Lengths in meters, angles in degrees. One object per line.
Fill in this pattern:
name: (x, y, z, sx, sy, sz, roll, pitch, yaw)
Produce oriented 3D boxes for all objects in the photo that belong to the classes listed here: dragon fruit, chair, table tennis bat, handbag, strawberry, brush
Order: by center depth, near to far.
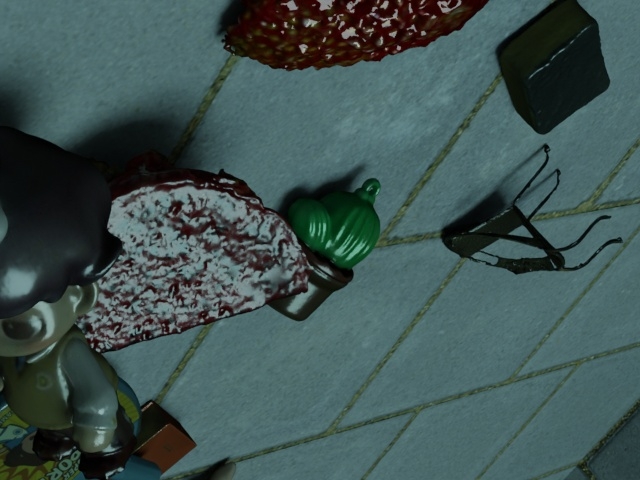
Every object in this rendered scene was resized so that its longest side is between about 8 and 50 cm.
strawberry: (0.064, -0.234, 1.612, 0.306, 0.138, 0.233, -39, 157, -1)
dragon fruit: (-0.181, -0.018, 1.669, 0.317, 0.152, 0.205, -14, 131, -15)
table tennis bat: (-0.305, 0.255, 2.016, 0.215, 0.044, 0.329, -43, 143, 6)
brush: (0.299, -0.217, 2.041, 0.123, 0.059, 0.197, -39, 156, -1)
handbag: (-0.270, 0.309, 2.195, 0.190, 0.063, 0.127, -39, 156, -3)
chair: (0.295, -0.010, 2.305, 0.213, 0.149, 0.174, -35, 157, 5)

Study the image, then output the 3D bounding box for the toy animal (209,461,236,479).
toy animal: (-0.178, 0.474, 2.509, 0.165, 0.149, 0.248, -38, 152, -32)

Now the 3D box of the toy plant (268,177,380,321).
toy plant: (0.000, 0.000, 1.981, 0.143, 0.105, 0.200, 27, 95, -48)

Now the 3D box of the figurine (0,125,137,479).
figurine: (-0.289, 0.071, 1.483, 0.206, 0.218, 0.365, -24, 123, -33)
